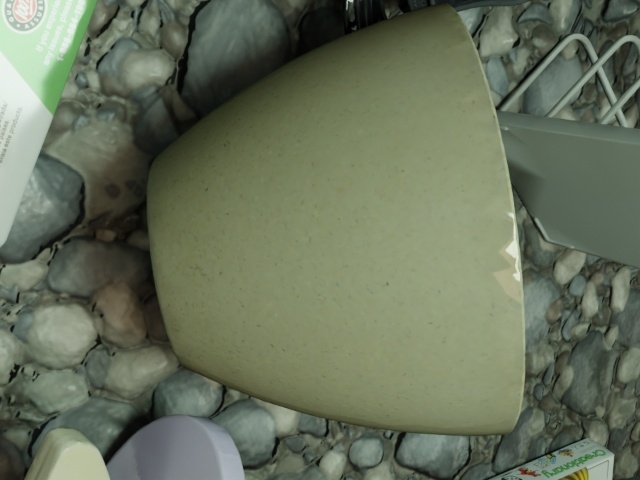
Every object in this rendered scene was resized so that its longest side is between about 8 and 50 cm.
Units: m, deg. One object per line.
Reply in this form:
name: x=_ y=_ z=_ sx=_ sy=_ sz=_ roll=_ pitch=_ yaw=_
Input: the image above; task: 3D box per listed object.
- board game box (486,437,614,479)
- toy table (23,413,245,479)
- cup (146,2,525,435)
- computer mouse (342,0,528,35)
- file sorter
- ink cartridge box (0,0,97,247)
board game box: x=0.287 y=0.427 z=1.084 sx=0.193 sy=0.053 sz=0.305 roll=-13 pitch=112 yaw=-27
toy table: x=-0.192 y=0.263 z=0.654 sx=0.161 sy=0.252 sz=0.274 roll=21 pitch=84 yaw=-51
cup: x=0.000 y=0.000 z=0.649 sx=0.237 sy=0.331 sz=0.331 roll=-8 pitch=112 yaw=0
computer mouse: x=0.122 y=-0.274 z=0.736 sx=0.272 sy=0.072 sz=0.188 roll=-15 pitch=127 yaw=-33
file sorter: x=0.339 y=-0.090 z=0.820 sx=0.173 sy=0.278 sz=0.193 roll=-47 pitch=123 yaw=-15
ink cartridge box: x=-0.306 y=-0.137 z=0.510 sx=0.278 sy=0.117 sz=0.201 roll=19 pitch=95 yaw=-34
